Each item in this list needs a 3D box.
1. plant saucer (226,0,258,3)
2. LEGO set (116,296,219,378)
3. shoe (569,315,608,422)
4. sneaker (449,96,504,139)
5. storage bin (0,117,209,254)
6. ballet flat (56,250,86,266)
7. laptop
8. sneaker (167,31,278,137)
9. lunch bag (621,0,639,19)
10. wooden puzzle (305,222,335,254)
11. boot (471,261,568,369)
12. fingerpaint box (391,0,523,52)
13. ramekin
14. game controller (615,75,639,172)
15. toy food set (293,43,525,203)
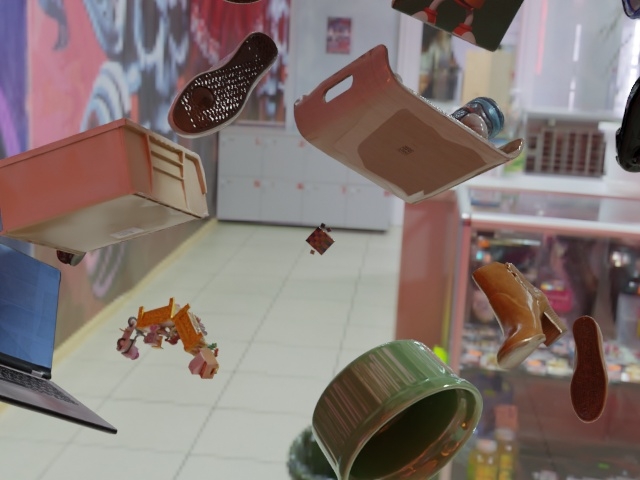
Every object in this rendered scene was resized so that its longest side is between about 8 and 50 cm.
[{"bbox_3d":[-0.139,-0.479,1.726,0.168,0.168,0.029,1,56,-9],"label":"plant saucer"},{"bbox_3d":[-0.259,0.193,1.867,0.287,0.132,0.107,8,-21,42],"label":"LEGO set"},{"bbox_3d":[0.550,0.264,1.977,0.077,0.219,0.058,-6,-24,29],"label":"shoe"},{"bbox_3d":[0.229,-0.182,1.860,0.125,0.104,0.262,-27,-12,-36],"label":"sneaker"},{"bbox_3d":[-0.358,-0.078,1.626,0.262,0.123,0.260,-16,-14,19],"label":"storage bin"},{"bbox_3d":[-0.485,-0.055,2.084,0.058,0.250,0.084,26,-21,13],"label":"ballet flat"},{"bbox_3d":[-0.605,0.168,1.964,0.408,0.236,0.382,24,-6,38],"label":"laptop"},{"bbox_3d":[-0.190,-0.269,1.819,0.290,0.106,0.123,-48,9,-35],"label":"sneaker"},{"bbox_3d":[0.578,-0.502,1.680,0.090,0.219,0.176,-3,-12,-12],"label":"lunch bag"},{"bbox_3d":[0.000,0.000,2.111,0.049,0.083,0.006,42,32,-3],"label":"wooden puzzle"},{"bbox_3d":[0.382,0.147,2.027,0.211,0.104,0.295,50,31,20],"label":"boot"},{"bbox_3d":[0.274,-0.530,1.283,0.163,0.371,0.445,24,45,-2],"label":"fingerpaint box"},{"bbox_3d":[0.131,0.324,1.776,0.303,0.303,0.148,-6,41,-36],"label":"ramekin"},{"bbox_3d":[0.534,-0.182,1.258,0.319,0.166,0.067,-15,57,-9],"label":"game controller"},{"bbox_3d":[0.137,-0.177,1.521,0.306,0.092,0.220,28,-33,-29],"label":"toy food set"}]
